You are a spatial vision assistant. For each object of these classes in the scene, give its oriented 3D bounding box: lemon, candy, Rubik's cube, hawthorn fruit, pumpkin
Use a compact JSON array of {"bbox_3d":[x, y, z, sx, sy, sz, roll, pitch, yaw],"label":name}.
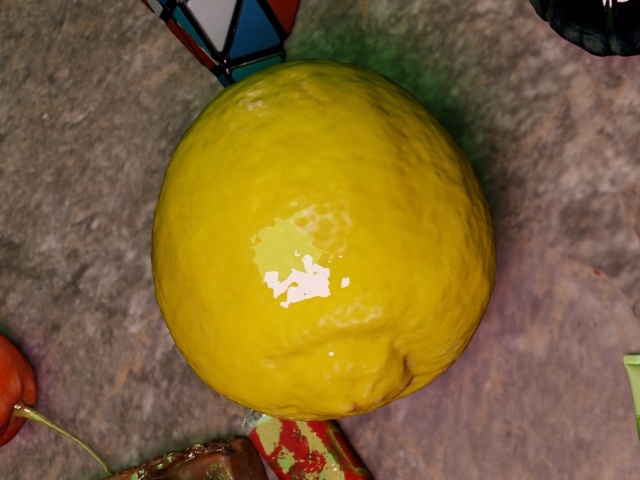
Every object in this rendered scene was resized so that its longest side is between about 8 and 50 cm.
[{"bbox_3d":[0.000,0.000,1.110,0.348,0.348,0.348,-3,83,22],"label":"lemon"},{"bbox_3d":[-0.006,0.231,1.226,0.086,0.059,0.292,-39,72,12],"label":"candy"},{"bbox_3d":[-0.151,-0.270,1.350,0.234,0.284,0.250,14,123,42],"label":"Rubik's cube"},{"bbox_3d":[-0.355,0.190,1.340,0.285,0.165,0.165,14,89,10],"label":"hawthorn fruit"},{"bbox_3d":[0.287,-0.275,1.123,0.202,0.140,0.202,-2,85,20],"label":"pumpkin"}]

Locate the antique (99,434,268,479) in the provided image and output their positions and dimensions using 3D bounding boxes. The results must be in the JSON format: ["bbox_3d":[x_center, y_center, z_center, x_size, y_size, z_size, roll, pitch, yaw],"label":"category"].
[{"bbox_3d":[-0.204,0.301,1.285,0.310,0.087,0.093,-26,73,18],"label":"antique"}]

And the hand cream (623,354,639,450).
[{"bbox_3d":[0.334,0.191,1.097,0.095,0.046,0.175,-5,80,24],"label":"hand cream"}]

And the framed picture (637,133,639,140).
[{"bbox_3d":[0.449,-0.078,1.099,0.184,0.016,0.250,-47,70,11],"label":"framed picture"}]
